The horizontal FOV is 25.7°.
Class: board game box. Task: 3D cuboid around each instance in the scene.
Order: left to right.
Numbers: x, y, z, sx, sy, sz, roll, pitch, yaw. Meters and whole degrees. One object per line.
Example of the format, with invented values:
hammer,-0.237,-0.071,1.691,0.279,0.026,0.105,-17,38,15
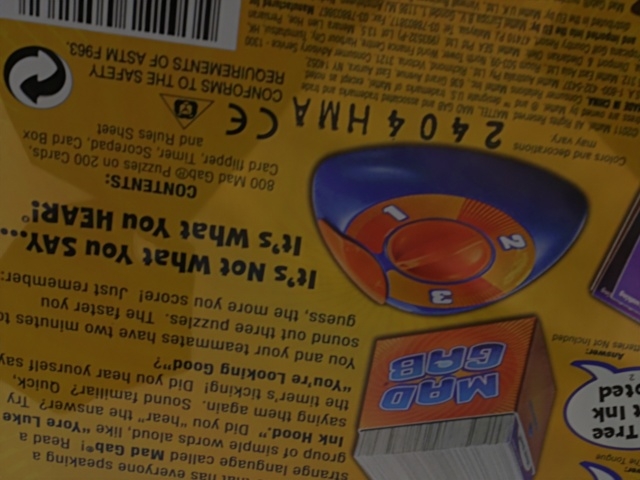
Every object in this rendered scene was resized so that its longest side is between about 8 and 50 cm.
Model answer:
board game box,0.033,-0.076,0.724,0.357,0.356,0.356,8,-148,-2
